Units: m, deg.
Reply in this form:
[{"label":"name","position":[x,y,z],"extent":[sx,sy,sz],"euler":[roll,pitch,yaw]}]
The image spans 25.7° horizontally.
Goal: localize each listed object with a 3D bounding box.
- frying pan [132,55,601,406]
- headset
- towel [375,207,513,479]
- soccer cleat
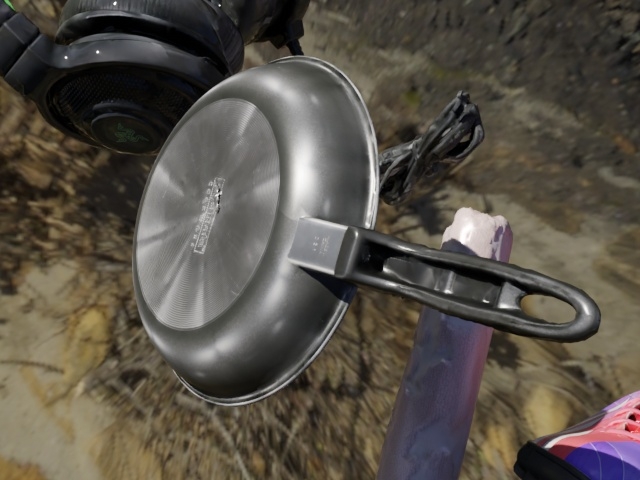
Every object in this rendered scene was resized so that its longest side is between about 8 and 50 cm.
[{"label":"frying pan","position":[-0.015,0.023,0.713],"extent":[0.053,0.326,0.197],"euler":[17,111,-37]},{"label":"headset","position":[-0.076,-0.163,0.943],"extent":[0.394,0.185,0.243],"euler":[40,55,-14]},{"label":"towel","position":[0.073,0.163,0.988],"extent":[0.053,0.317,0.332],"euler":[12,82,7]},{"label":"soccer cleat","position":[0.202,0.139,0.888],"extent":[0.108,0.318,0.116],"euler":[44,93,15]}]
